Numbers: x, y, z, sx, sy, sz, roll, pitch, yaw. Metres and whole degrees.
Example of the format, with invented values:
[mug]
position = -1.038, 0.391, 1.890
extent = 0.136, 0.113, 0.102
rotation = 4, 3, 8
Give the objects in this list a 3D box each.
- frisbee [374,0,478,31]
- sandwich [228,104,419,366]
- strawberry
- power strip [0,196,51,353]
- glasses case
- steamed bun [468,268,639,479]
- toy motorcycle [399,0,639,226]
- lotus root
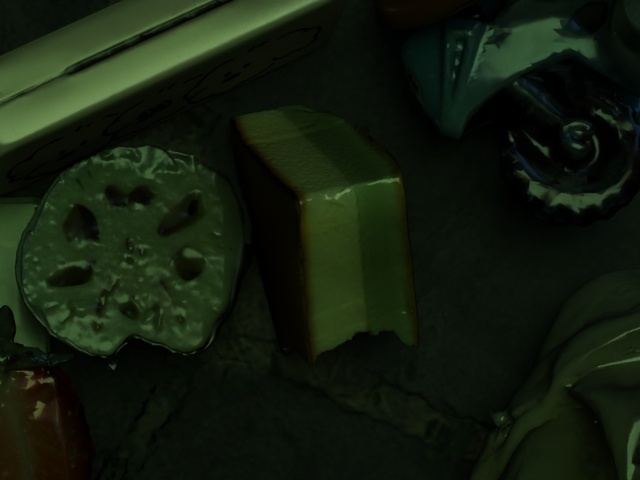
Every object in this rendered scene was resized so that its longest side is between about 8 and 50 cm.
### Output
[frisbee]
position = 0.143, -0.269, 1.660
extent = 0.021, 0.251, 0.251
rotation = 47, 73, -21
[sandwich]
position = 0.000, 0.000, 1.643
extent = 0.108, 0.220, 0.186
rotation = -12, 115, -14
[strawberry]
position = -0.251, 0.183, 1.562
extent = 0.174, 0.098, 0.228
rotation = -32, 106, -17
[power strip]
position = -0.264, 0.047, 1.629
extent = 0.076, 0.028, 0.168
rotation = 0, 75, -11
[glasses case]
position = -0.142, -0.151, 1.637
extent = 0.336, 0.144, 0.076
rotation = -27, 81, -13
[steamed bun]
position = 0.302, 0.207, 1.559
extent = 0.342, 0.255, 0.367
rotation = 33, 76, -2
[toy motorcycle]
position = 0.216, -0.216, 1.693
extent = 0.232, 0.172, 0.416
rotation = 21, 72, 6
[lotus root]
position = -0.154, 0.023, 1.626
extent = 0.183, 0.078, 0.203
rotation = 27, 64, 3
